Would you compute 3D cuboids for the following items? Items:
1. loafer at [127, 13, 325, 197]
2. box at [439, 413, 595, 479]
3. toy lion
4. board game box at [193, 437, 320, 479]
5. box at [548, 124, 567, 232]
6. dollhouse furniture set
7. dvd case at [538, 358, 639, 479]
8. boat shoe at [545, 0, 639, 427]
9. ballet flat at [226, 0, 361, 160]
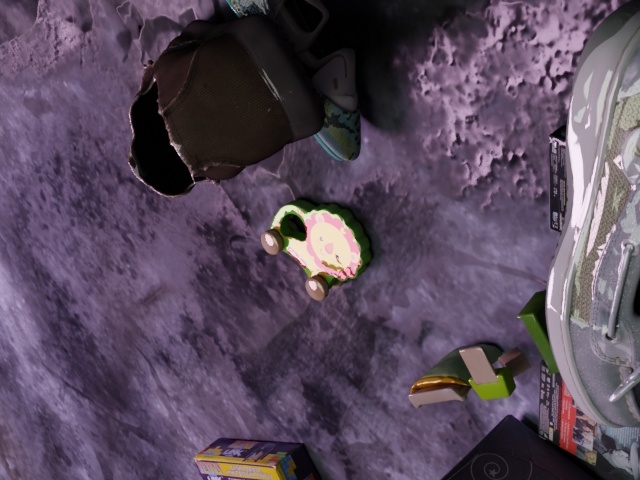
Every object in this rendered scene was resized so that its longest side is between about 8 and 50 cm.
[{"bbox_3d":[-0.112,-0.107,1.143,0.134,0.130,0.366,60,167,-6],"label":"loafer"},{"bbox_3d":[0.192,0.299,1.160,0.247,0.163,0.142,37,144,23],"label":"box"},{"bbox_3d":[0.000,0.000,1.258,0.100,0.034,0.096,44,138,15],"label":"toy lion"},{"bbox_3d":[-0.055,0.297,1.562,0.170,0.048,0.141,-6,112,53],"label":"board game box"},{"bbox_3d":[0.197,-0.036,0.996,0.067,0.018,0.083,23,135,37],"label":"box"},{"bbox_3d":[0.132,0.088,1.134,0.151,0.076,0.059,-15,109,44],"label":"dollhouse furniture set"},{"bbox_3d":[0.230,0.152,1.124,0.119,0.013,0.087,27,137,36],"label":"dvd case"},{"bbox_3d":[0.226,0.002,0.912,0.103,0.118,0.320,28,131,40],"label":"boat shoe"},{"bbox_3d":[-0.010,-0.153,1.113,0.188,0.070,0.070,54,146,-7],"label":"ballet flat"}]
